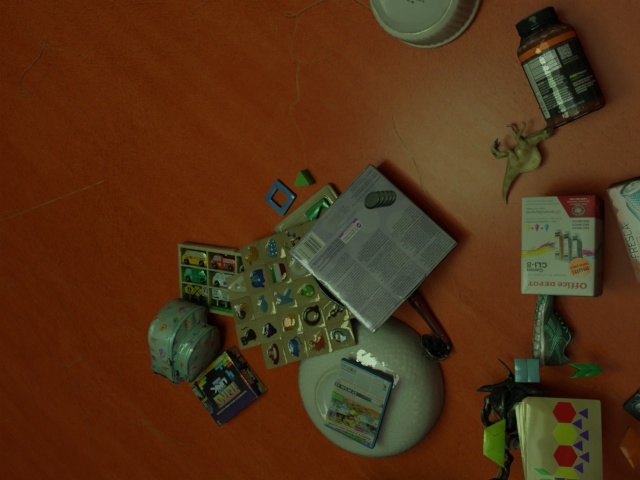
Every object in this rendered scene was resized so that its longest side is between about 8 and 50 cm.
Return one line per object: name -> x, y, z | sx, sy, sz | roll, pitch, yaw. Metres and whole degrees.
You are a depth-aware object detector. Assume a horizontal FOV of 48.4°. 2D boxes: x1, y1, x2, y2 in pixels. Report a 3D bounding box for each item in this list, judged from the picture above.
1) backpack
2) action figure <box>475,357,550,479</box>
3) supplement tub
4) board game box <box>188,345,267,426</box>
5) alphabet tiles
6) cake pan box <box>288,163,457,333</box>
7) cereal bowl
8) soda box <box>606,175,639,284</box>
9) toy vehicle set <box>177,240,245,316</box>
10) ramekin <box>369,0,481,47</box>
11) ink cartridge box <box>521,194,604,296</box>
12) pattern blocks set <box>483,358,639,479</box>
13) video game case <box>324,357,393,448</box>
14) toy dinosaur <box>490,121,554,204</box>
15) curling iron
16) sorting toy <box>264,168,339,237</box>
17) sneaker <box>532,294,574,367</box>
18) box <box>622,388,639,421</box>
backpack -> -0.334, 0.241, 1.739 | 0.144, 0.166, 0.188 | 16, 131, 28
action figure -> 0.395, 0.378, 1.419 | 0.164, 0.141, 0.276 | -6, 74, 38
supplement tub -> 0.413, -0.304, 1.246 | 0.106, 0.106, 0.198 | -23, 91, 31
board game box -> -0.239, 0.372, 1.810 | 0.170, 0.048, 0.141 | -43, 80, 30
alphabet tiles -> -0.055, 0.118, 1.566 | 0.342, 0.011, 0.285 | -19, 79, 25
cake pan box -> 0.104, 0.021, 1.458 | 0.246, 0.070, 0.267 | 42, 91, 14
cereal bowl -> 0.091, 0.331, 1.567 | 0.339, 0.141, 0.339 | 7, 105, 26
soda box -> 0.568, -0.018, 1.262 | 0.063, 0.058, 0.183 | -18, 94, 31
toy vehicle set -> -0.231, 0.100, 1.741 | 0.266, 0.035, 0.166 | 7, 106, 27
ramekin -> 0.187, -0.465, 1.325 | 0.207, 0.109, 0.207 | 8, 106, 27
ink cartridge box -> 0.436, 0.013, 1.279 | 0.128, 0.127, 0.176 | 0, 88, 28
pattern blocks set -> 0.446, 0.384, 1.318 | 0.285, 0.026, 0.325 | 9, 81, 11
video game case -> 0.078, 0.340, 1.485 | 0.119, 0.015, 0.166 | 22, 112, 22
toy dinosaur -> 0.365, -0.156, 1.341 | 0.092, 0.053, 0.183 | 37, 117, 14
curling iron -> 0.196, 0.136, 1.504 | 0.035, 0.068, 0.274 | -31, 87, 54
sorting toy -> 0.000, 0.000, 1.583 | 0.196, 0.047, 0.348 | -38, 84, 31
sneaker -> 0.454, 0.170, 1.382 | 0.076, 0.065, 0.167 | 2, 107, 11
box -> 0.624, 0.307, 1.339 | 0.067, 0.018, 0.083 | 41, 118, 13
